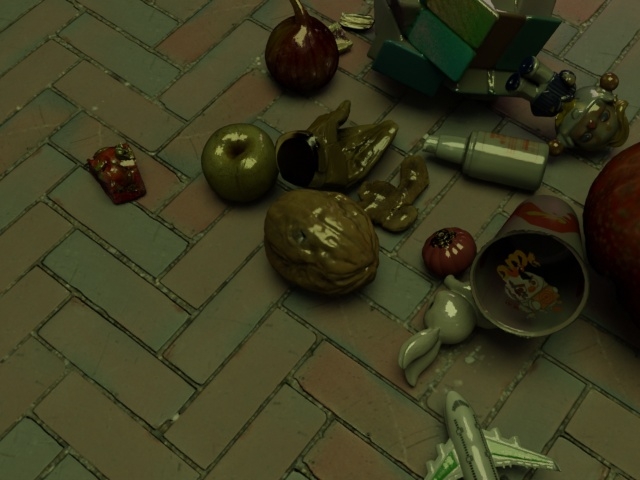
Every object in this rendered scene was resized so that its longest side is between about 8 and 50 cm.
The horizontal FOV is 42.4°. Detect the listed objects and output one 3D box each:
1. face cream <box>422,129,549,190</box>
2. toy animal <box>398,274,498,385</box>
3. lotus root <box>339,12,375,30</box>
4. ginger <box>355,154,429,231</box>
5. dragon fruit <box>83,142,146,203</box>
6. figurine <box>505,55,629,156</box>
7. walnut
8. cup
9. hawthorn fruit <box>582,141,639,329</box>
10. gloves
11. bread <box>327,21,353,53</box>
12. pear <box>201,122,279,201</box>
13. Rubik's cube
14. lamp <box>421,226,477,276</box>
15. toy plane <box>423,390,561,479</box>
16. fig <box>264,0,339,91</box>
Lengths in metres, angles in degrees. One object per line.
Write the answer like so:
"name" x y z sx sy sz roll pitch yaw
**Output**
"face cream" 0.339 -0.177 1.715 0.252 0.101 0.101 14 60 9
"toy animal" 0.213 0.155 1.515 0.221 0.103 0.130 -28 64 -16
"lotus root" 0.088 -0.518 1.966 0.083 0.030 0.037 9 91 10
"ginger" 0.148 -0.103 1.698 0.133 0.059 0.214 18 63 7
"dragon fruit" -0.432 -0.156 1.722 0.102 0.096 0.147 -33 62 -13
"figurine" 0.505 -0.272 1.712 0.274 0.193 0.133 8 27 -8
"walnut" 0.000 0.000 1.563 0.245 0.198 0.198 32 64 27
"cup" 0.390 0.022 1.491 0.203 0.203 0.288 20 26 13
"hawthorn fruit" 0.670 -0.029 1.431 0.403 0.403 0.402 -1 59 1
"gloves" 0.034 -0.187 1.686 0.154 0.141 0.331 35 32 21
"bread" 0.030 -0.470 1.936 0.070 0.035 0.083 -22 64 -10
"pear" -0.162 -0.158 1.695 0.167 0.136 0.167 -1 62 2
"Rubik's cube" 0.298 -0.485 1.746 0.358 0.387 0.368 -2 89 -23
"lamp" 0.250 0.022 1.601 0.108 0.092 0.107 -19 33 13
"toy plane" 0.260 0.375 1.386 0.251 0.101 0.255 -14 56 -7
"fig" -0.041 -0.435 1.817 0.175 0.207 0.175 5 52 -6
